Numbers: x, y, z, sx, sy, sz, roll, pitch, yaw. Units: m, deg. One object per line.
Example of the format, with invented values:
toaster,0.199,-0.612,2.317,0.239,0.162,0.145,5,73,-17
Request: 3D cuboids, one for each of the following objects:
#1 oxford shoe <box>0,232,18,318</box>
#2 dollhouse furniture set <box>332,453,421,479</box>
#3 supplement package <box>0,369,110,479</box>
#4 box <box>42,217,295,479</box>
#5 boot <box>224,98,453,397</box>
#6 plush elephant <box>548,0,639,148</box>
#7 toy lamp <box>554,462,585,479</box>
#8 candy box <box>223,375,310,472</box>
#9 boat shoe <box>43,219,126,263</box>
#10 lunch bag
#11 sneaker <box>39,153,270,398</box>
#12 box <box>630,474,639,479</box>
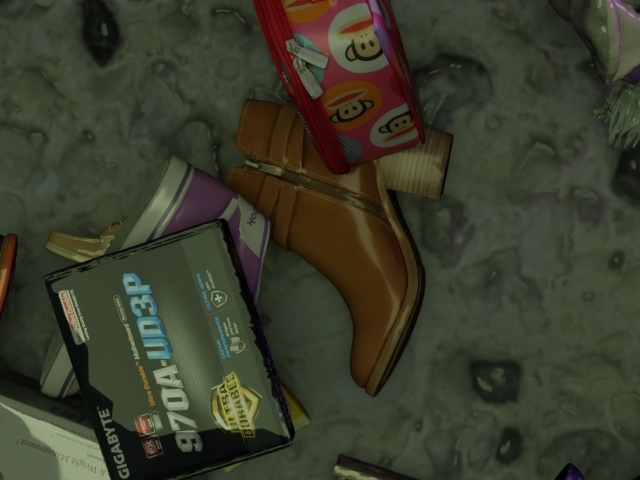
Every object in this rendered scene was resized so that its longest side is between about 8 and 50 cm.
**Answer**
oxford shoe,-0.380,0.102,1.470,0.098,0.097,0.271,27,99,-13
dollhouse furniture set,0.055,0.303,1.469,0.129,0.184,0.129,17,92,4
supplement package,-0.275,0.262,1.513,0.194,0.149,0.203,19,92,4
box,-0.138,0.108,1.396,0.175,0.051,0.220,-17,94,3
boot,0.000,0.000,1.507,0.220,0.109,0.283,11,97,7
plush elephant,0.317,-0.256,1.385,0.255,0.272,0.330,28,115,-40
toy lamp,0.324,0.299,1.349,0.275,0.080,0.080,32,94,4
candy box,-0.101,0.144,1.494,0.105,0.027,0.206,-32,130,3
boat shoe,-0.196,0.006,1.548,0.170,0.063,0.059,12,90,-5
lunch bag,-0.001,-0.231,1.390,0.120,0.258,0.293,-20,61,4
sneaker,-0.154,0.070,1.483,0.161,0.102,0.282,31,110,-17
box,0.413,0.260,1.485,0.156,0.093,0.158,-43,89,4
